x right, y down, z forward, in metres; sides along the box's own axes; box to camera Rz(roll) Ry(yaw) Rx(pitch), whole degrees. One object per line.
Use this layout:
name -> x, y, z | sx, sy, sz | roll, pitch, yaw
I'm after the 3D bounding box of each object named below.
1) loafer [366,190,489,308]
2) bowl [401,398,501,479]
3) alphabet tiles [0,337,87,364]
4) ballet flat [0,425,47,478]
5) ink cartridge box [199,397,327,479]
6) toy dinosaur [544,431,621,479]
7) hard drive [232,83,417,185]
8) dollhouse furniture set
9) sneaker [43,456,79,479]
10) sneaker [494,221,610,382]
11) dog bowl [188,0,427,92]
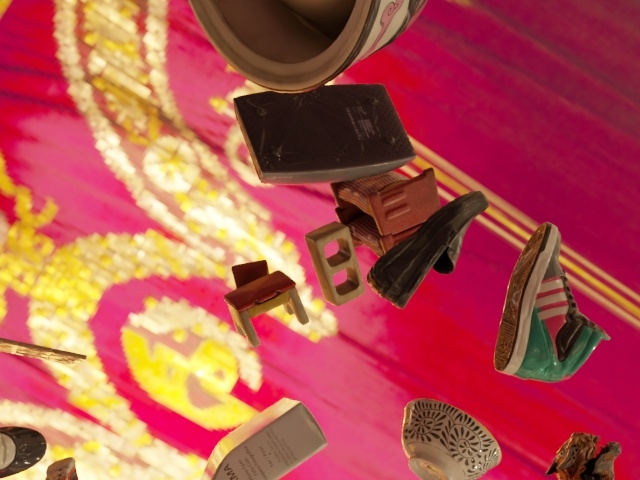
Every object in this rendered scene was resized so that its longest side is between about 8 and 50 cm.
loafer -> 0.159, 0.012, 1.764 | 0.223, 0.078, 0.076 | -39, 171, -27
bowl -> 0.186, 0.329, 1.978 | 0.080, 0.170, 0.170 | -53, -167, -30
alphabet tiles -> -0.411, 0.124, 1.568 | 0.198, 0.237, 0.009 | 154, -52, -74
ballet flat -> -0.466, 0.286, 1.692 | 0.074, 0.203, 0.074 | 176, -90, -83
ink cartridge box -> -0.182, 0.401, 2.140 | 0.385, 0.091, 0.308 | -31, 180, -9
toy dinosaur -> 0.310, 0.381, 1.400 | 0.164, 0.218, 0.322 | 179, -77, -80
hard drive -> 0.004, -0.161, 1.962 | 0.054, 0.254, 0.172 | 110, -35, -50
dollhouse furniture set -> 0.000, 0.000, 2.028 | 0.374, 0.152, 0.201 | -24, -157, -17
sneaker -> -0.396, 0.390, 1.952 | 0.061, 0.065, 0.158 | -17, -163, 13
sneaker -> 0.427, 0.124, 2.256 | 0.124, 0.178, 0.295 | 134, -24, -65
dog bowl -> -0.015, -0.397, 1.598 | 0.150, 0.408, 0.408 | -20, 172, -37
